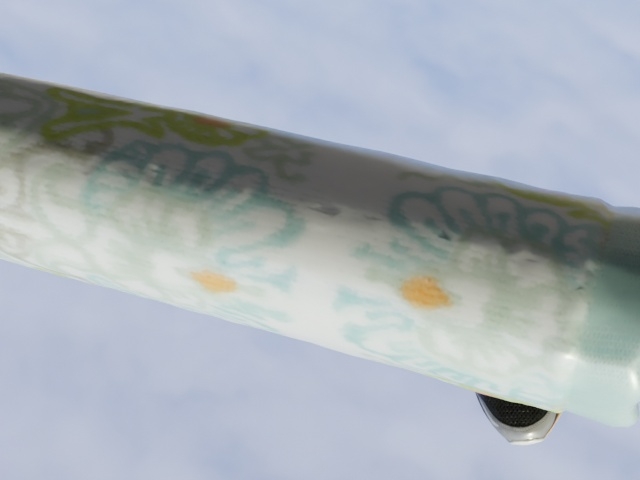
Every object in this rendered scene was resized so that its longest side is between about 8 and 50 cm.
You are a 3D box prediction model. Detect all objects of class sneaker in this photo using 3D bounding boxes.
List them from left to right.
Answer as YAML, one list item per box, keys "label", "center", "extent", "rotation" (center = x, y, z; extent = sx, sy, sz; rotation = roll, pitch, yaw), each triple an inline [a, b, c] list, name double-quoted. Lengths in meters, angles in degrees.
- label: "sneaker"
  center: [0.165, 0.068, 1.447]
  extent: [0.084, 0.083, 0.215]
  rotation: [-6, -105, 9]

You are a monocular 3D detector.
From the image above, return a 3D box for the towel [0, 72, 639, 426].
- label: "towel"
  center: [0.000, 0.000, 0.792]
  extent: [0.320, 0.090, 0.374]
  rotation: [11, -179, 9]
